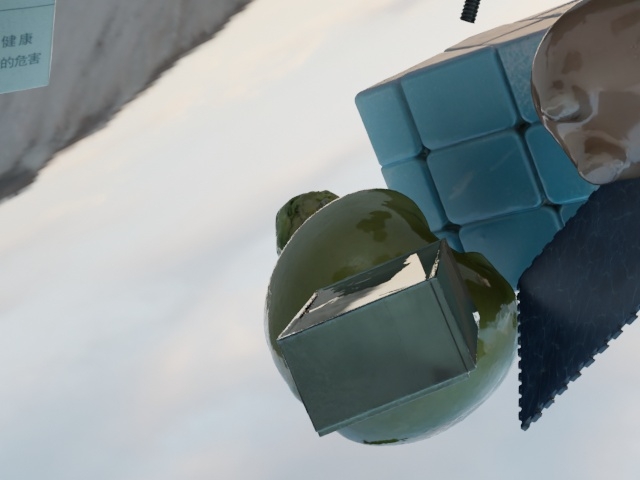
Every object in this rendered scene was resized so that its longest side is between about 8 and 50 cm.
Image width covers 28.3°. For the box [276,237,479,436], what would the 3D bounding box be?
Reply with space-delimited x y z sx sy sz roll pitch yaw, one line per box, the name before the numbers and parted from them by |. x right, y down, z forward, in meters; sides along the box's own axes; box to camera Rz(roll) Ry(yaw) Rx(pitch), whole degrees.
box | 0.056 0.073 1.036 0.129 0.086 0.225 -23 -177 10

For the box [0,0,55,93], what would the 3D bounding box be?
box | -0.306 -0.233 1.056 0.164 0.256 0.069 -15 -127 -29

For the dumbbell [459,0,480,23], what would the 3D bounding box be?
dumbbell | 0.158 -0.297 1.128 0.099 0.209 0.099 14 -171 -2

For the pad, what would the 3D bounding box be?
pad | 0.274 0.025 1.253 0.269 0.012 0.270 -54 -168 29

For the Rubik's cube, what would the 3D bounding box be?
Rubik's cube | 0.294 -0.130 1.679 0.321 0.316 0.318 -12 -167 42

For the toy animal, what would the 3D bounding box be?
toy animal | 0.344 -0.168 1.078 0.326 0.237 0.269 -14 -155 38

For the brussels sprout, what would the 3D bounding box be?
brussels sprout | -0.002 0.003 1.966 0.149 0.152 0.122 12 168 -13

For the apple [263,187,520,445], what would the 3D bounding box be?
apple | 0.083 0.105 1.452 0.258 0.295 0.233 -50 -160 9
